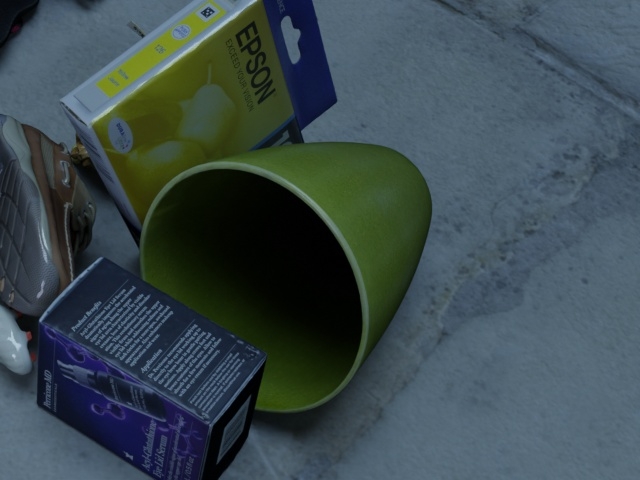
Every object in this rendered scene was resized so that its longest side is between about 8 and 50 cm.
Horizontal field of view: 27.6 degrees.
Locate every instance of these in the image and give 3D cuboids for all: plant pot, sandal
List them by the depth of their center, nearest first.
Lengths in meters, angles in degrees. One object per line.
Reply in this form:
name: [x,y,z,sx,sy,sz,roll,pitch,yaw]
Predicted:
plant pot: [0.000,0.000,1.425,0.275,0.274,0.293,33,35,16]
sandal: [-0.420,-0.293,1.703,0.067,0.040,0.179,22,39,-5]

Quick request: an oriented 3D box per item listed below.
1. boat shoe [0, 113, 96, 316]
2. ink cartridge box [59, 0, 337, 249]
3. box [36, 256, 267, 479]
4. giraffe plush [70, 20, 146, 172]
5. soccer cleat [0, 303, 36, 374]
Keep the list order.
boat shoe: [-0.300,-0.032,1.425,0.116,0.123,0.324,14,31,-31]
ink cartridge box: [-0.102,-0.138,1.410,0.307,0.303,0.072,-38,59,-12]
box: [-0.173,0.140,1.310,0.207,0.153,0.108,28,50,13]
giraffe plush: [-0.207,-0.134,1.552,0.210,0.181,0.170,40,73,5]
soccer cleat: [-0.367,0.081,1.378,0.076,0.068,0.196,-26,52,-25]
